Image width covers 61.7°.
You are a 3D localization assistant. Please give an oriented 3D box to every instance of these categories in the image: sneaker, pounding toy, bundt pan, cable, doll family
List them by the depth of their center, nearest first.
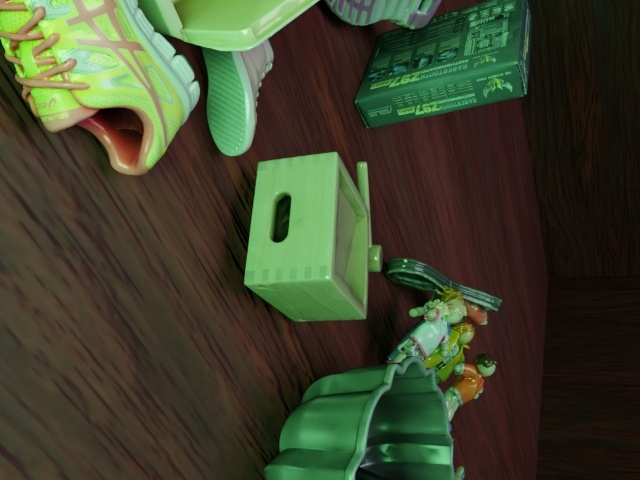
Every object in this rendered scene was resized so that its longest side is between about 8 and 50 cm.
[{"bbox_3d":[-0.150,-0.114,0.315,0.208,0.081,0.094,46,50,-51],"label":"sneaker"},{"bbox_3d":[-0.069,-0.145,0.497,0.070,0.050,0.135,-10,91,-56],"label":"sneaker"},{"bbox_3d":[0.042,0.288,0.573,0.330,0.124,0.331,12,77,-61],"label":"bundt pan"},{"bbox_3d":[0.002,-0.006,0.581,0.206,0.094,0.181,52,37,-60],"label":"pounding toy"},{"bbox_3d":[0.069,-0.364,0.753,0.236,0.104,0.095,-11,141,-44],"label":"sneaker"},{"bbox_3d":[0.178,0.161,0.833,0.163,0.118,0.263,-47,131,-11],"label":"doll family"},{"bbox_3d":[0.214,0.099,0.905,0.287,0.139,0.072,28,70,-54],"label":"cable"}]

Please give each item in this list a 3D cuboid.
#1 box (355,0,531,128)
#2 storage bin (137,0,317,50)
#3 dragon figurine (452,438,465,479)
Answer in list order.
[{"bbox_3d":[0.181,-0.262,0.785,0.059,0.232,0.184,55,41,-39],"label":"box"},{"bbox_3d":[-0.053,-0.312,0.361,0.260,0.123,0.262,-47,142,-25],"label":"storage bin"},{"bbox_3d":[0.160,0.397,0.816,0.289,0.085,0.144,-35,116,-59],"label":"dragon figurine"}]
